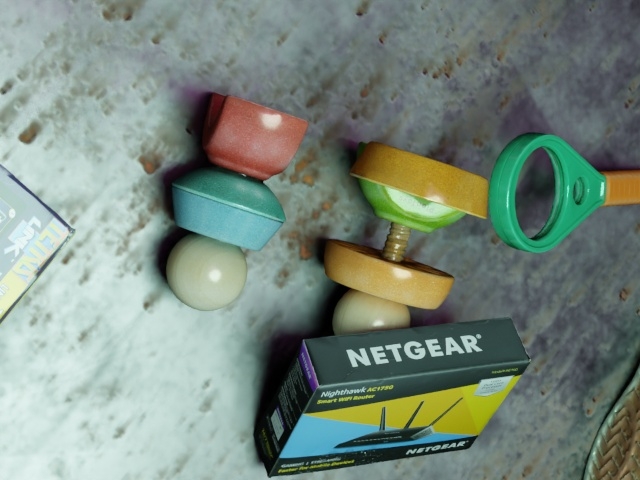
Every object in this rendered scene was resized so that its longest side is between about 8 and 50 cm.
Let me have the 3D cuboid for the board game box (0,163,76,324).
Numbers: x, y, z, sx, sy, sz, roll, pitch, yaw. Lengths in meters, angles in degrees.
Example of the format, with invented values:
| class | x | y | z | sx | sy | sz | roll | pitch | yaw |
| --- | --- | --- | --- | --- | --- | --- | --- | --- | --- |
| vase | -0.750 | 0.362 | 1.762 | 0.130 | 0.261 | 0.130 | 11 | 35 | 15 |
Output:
| class | x | y | z | sx | sy | sz | roll | pitch | yaw |
| --- | --- | --- | --- | --- | --- | --- | --- | --- | --- |
| board game box | -0.277 | 0.011 | 1.263 | 0.141 | 0.048 | 0.170 | 45 | 75 | -23 |

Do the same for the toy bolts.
| class | x | y | z | sx | sy | sz | roll | pitch | yaw |
| --- | --- | --- | --- | --- | --- | --- | --- | --- | --- |
| toy bolts | 0.000 | 0.000 | 1.322 | 0.228 | 0.218 | 0.158 | 18 | 92 | -7 |

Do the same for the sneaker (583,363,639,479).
| class | x | y | z | sx | sy | sz | roll | pitch | yaw |
| --- | --- | --- | --- | --- | --- | --- | --- | --- | --- |
| sneaker | 0.324 | 0.141 | 1.521 | 0.121 | 0.108 | 0.302 | 30 | 79 | -20 |

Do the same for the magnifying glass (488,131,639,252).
| class | x | y | z | sx | sy | sz | roll | pitch | yaw |
| --- | --- | --- | --- | --- | --- | --- | --- | --- | --- |
| magnifying glass | 0.206 | -0.040 | 1.449 | 0.231 | 0.026 | 0.092 | -4 | 99 | -48 |

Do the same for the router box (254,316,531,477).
| class | x | y | z | sx | sy | sz | roll | pitch | yaw |
| --- | --- | --- | --- | --- | --- | --- | --- | --- | --- |
| router box | 0.052 | 0.119 | 1.382 | 0.179 | 0.133 | 0.046 | -5 | 56 | -25 |
